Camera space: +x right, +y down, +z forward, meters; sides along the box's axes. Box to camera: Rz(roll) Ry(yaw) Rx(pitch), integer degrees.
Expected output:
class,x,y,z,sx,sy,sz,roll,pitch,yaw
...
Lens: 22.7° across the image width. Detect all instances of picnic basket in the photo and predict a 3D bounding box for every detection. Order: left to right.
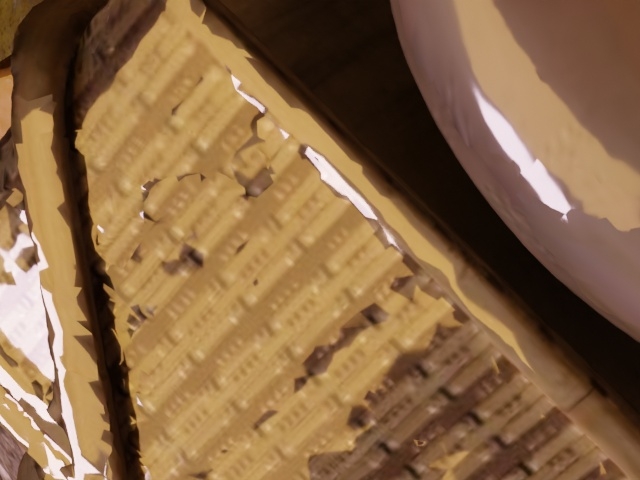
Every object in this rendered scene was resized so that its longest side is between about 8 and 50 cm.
class,x,y,z,sx,sy,sz,roll,pitch,yaw
picnic basket,0.042,0.036,0.532,0.313,0.228,0.175,45,121,1

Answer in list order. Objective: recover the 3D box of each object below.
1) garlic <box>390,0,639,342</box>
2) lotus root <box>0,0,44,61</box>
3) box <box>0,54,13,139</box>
class,x,y,z,sx,sy,sz,roll,pitch,yaw
garlic,0.156,-0.084,0.425,0.340,0.231,0.246,39,105,5
lotus root,-0.105,-0.094,0.853,0.154,0.154,0.278,7,119,57
box,-0.017,-0.036,0.697,0.237,0.070,0.152,-13,108,21
